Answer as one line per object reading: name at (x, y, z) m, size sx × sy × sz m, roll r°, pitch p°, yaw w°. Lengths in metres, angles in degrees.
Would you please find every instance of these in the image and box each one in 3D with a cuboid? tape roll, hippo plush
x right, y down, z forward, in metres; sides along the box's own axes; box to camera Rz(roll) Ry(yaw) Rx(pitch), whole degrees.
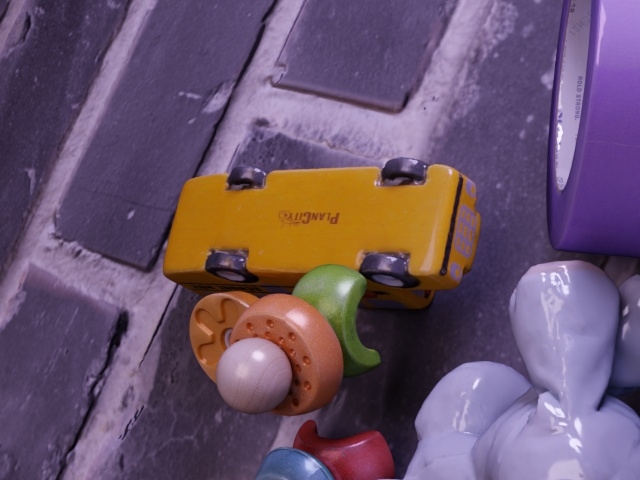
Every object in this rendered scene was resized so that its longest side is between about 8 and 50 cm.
tape roll at (0.236, -0.124, 0.907) m, size 0.090 × 0.275 × 0.274 m, roll 6°, pitch 70°, yaw 5°
hippo plush at (0.182, 0.184, 0.890) m, size 0.236 × 0.234 × 0.294 m, roll -44°, pitch 24°, yaw 51°

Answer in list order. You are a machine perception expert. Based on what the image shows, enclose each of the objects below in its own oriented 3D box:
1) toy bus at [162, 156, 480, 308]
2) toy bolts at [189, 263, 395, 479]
toy bus at (0.000, 0.000, 1.118) m, size 0.333 × 0.130 × 0.108 m, roll 0°, pitch 68°, yaw 36°
toy bolts at (-0.055, 0.155, 1.010) m, size 0.218 × 0.158 × 0.228 m, roll -4°, pitch 106°, yaw 38°
